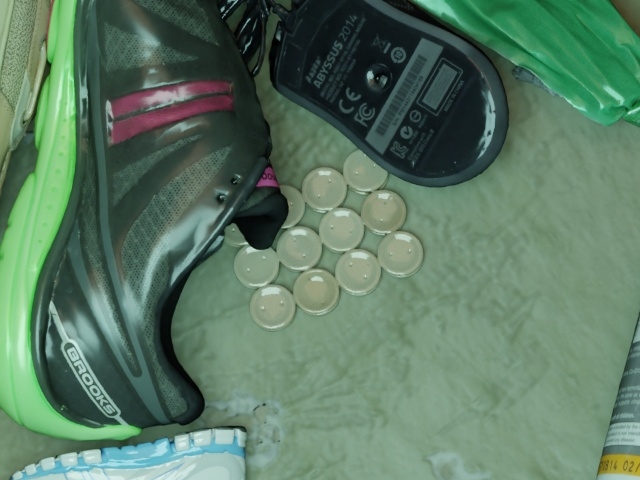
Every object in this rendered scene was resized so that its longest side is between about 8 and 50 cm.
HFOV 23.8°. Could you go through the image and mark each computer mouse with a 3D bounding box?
[{"bbox_3d":[0.043,-0.149,1.207,0.272,0.072,0.188,40,108,16],"label":"computer mouse"}]

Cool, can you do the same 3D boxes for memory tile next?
[{"bbox_3d":[0.000,0.000,1.210,0.148,0.012,0.113,-23,75,-3],"label":"memory tile"}]

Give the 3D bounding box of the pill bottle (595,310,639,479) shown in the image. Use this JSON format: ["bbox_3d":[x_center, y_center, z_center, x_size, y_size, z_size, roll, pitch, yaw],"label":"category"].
[{"bbox_3d":[0.306,0.081,1.095,0.162,0.162,0.279,16,77,7],"label":"pill bottle"}]

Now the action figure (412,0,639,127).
[{"bbox_3d":[0.192,-0.164,1.215,0.137,0.063,0.232,-43,73,-9],"label":"action figure"}]

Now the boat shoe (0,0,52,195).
[{"bbox_3d":[-0.256,-0.124,1.181,0.121,0.110,0.341,25,108,37],"label":"boat shoe"}]

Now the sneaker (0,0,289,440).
[{"bbox_3d":[-0.114,-0.083,1.163,0.202,0.185,0.483,11,89,0],"label":"sneaker"}]

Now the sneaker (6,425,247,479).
[{"bbox_3d":[-0.145,0.193,1.142,0.190,0.071,0.083,-10,81,1],"label":"sneaker"}]
